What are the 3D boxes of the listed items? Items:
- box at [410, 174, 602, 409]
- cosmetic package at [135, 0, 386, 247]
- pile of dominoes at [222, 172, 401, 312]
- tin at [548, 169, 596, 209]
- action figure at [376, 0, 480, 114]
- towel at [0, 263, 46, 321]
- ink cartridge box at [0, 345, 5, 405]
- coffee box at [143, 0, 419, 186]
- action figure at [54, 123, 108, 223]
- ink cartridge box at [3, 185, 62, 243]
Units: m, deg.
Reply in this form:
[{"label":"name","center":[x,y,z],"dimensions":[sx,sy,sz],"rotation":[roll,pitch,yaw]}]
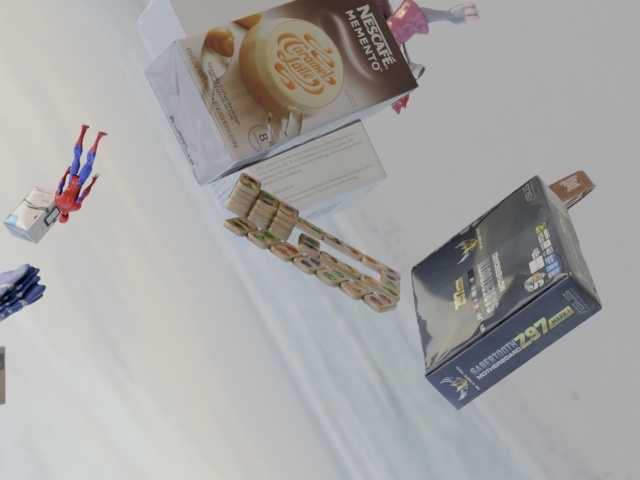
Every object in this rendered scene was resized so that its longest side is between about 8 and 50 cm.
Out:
[{"label":"box","center":[0.186,0.049,1.485],"dimensions":[0.059,0.183,0.233],"rotation":[45,-160,-20]},{"label":"cosmetic package","center":[-0.091,-0.210,2.104],"dimensions":[0.385,0.217,0.156],"rotation":[66,153,7]},{"label":"pile of dominoes","center":[0.000,0.000,1.774],"dimensions":[0.251,0.040,0.196],"rotation":[29,-165,-6]},{"label":"tin","center":[0.329,-0.051,2.056],"dimensions":[0.189,0.106,0.040],"rotation":[-23,-101,-52]},{"label":"action figure","center":[0.068,-0.381,2.313],"dimensions":[0.248,0.275,0.370],"rotation":[-34,68,46]},{"label":"towel","center":[-0.459,0.107,1.402],"dimensions":[0.243,0.336,0.040],"rotation":[-6,108,37]},{"label":"ink cartridge box","center":[-0.554,0.178,1.869],"dimensions":[0.193,0.234,0.088],"rotation":[26,-116,-84]},{"label":"coffee box","center":[-0.040,-0.171,1.505],"dimensions":[0.098,0.246,0.141],"rotation":[-29,87,59]},{"label":"action figure","center":[-0.275,-0.073,1.620],"dimensions":[0.038,0.115,0.030],"rotation":[22,-175,5]},{"label":"ink cartridge box","center":[-0.354,-0.039,1.796],"dimensions":[0.048,0.083,0.028],"rotation":[16,147,34]}]
